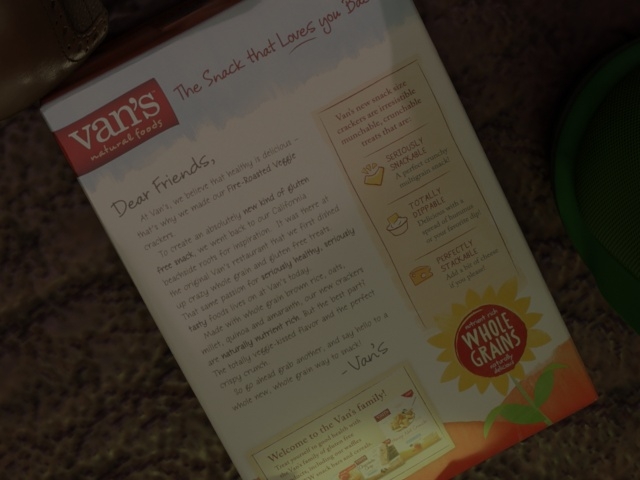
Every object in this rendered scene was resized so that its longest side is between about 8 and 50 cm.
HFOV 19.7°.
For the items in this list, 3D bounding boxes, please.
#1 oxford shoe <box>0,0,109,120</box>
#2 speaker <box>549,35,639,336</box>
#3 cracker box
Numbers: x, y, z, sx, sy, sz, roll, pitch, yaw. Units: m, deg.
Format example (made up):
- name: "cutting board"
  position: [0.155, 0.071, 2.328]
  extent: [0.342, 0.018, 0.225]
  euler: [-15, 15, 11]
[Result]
- name: "oxford shoe"
  position: [-0.196, -0.210, 0.692]
  extent: [0.132, 0.130, 0.364]
  euler: [-29, 104, -35]
- name: "speaker"
  position: [0.178, -0.003, 0.698]
  extent: [0.131, 0.296, 0.131]
  euler: [-2, 106, -9]
- name: "cracker box"
  position: [0.000, 0.000, 0.790]
  extent: [0.155, 0.067, 0.232]
  euler: [-27, 109, -2]
